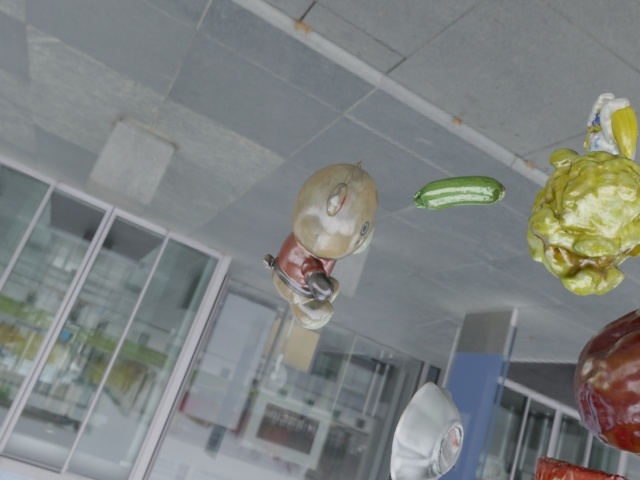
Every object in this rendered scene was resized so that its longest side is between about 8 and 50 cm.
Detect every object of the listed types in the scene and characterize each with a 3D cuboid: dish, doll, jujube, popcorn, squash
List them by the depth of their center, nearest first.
[{"bbox_3d":[0.634,0.250,1.051,0.276,0.276,0.377,26,135,-20],"label":"jujube"},{"bbox_3d":[0.508,-0.044,1.126,0.235,0.250,0.242,-10,-155,-14],"label":"popcorn"},{"bbox_3d":[0.000,0.000,1.139,0.174,0.330,0.235,27,-155,4],"label":"doll"},{"bbox_3d":[0.232,0.402,1.175,0.081,0.229,0.229,12,162,40],"label":"dish"},{"bbox_3d":[0.330,-0.114,1.407,0.219,0.077,0.068,-7,-168,28],"label":"squash"},{"bbox_3d":[0.714,-0.233,1.450,0.111,0.237,0.252,-1,121,2],"label":"doll"}]

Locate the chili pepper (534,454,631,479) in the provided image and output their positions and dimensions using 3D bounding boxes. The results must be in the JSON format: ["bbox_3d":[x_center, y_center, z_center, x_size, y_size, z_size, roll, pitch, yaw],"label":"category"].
[{"bbox_3d":[0.503,0.533,1.015,0.251,0.305,0.229,0,154,13],"label":"chili pepper"}]
